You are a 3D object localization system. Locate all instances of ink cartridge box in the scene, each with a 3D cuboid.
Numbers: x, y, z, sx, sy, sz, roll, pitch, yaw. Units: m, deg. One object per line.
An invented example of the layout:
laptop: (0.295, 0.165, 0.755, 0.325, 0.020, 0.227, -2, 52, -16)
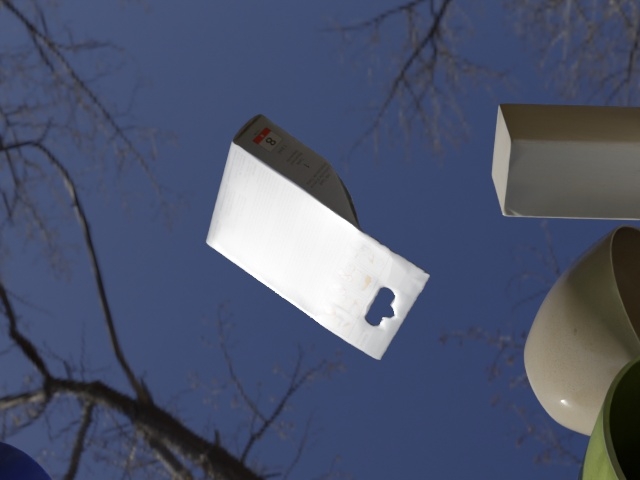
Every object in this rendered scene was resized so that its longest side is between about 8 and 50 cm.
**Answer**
ink cartridge box: (0.000, 0.000, 0.883, 0.179, 0.145, 0.045, 33, -125, 7)

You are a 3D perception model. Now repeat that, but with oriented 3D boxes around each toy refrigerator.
toy refrigerator: (0.317, -0.076, 1.146, 0.269, 0.094, 0.102, 1, -152, 0)

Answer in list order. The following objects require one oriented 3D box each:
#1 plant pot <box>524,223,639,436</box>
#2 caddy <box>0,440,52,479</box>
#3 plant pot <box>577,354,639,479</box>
plant pot: (0.379, 0.149, 1.453, 0.191, 0.284, 0.284, -33, -153, 32)
caddy: (-0.272, 0.305, 0.853, 0.241, 0.341, 0.179, 47, -128, 2)
plant pot: (0.347, 0.297, 1.076, 0.274, 0.294, 0.275, 9, -138, -8)
